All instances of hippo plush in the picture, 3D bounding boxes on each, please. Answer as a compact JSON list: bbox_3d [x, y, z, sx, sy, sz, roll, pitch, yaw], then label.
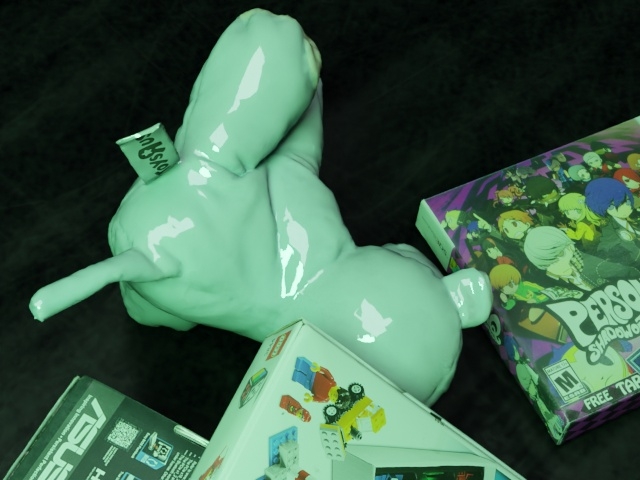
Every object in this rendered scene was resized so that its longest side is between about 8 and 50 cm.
[{"bbox_3d":[0.000,0.000,0.868,0.236,0.294,0.234,29,89,3],"label":"hippo plush"}]

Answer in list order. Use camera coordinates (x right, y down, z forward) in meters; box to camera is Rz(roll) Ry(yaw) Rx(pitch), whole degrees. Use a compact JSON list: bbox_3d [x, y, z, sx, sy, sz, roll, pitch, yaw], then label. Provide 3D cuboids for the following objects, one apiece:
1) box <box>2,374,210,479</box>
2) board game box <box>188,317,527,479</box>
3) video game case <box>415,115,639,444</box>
[{"bbox_3d":[-0.110,0.312,0.751,0.318,0.097,0.395,25,59,12],"label":"box"},{"bbox_3d":[-0.008,0.218,0.692,0.193,0.053,0.305,37,58,-14],"label":"board game box"},{"bbox_3d":[0.222,0.018,0.999,0.232,0.042,0.210,-21,60,-17],"label":"video game case"}]
